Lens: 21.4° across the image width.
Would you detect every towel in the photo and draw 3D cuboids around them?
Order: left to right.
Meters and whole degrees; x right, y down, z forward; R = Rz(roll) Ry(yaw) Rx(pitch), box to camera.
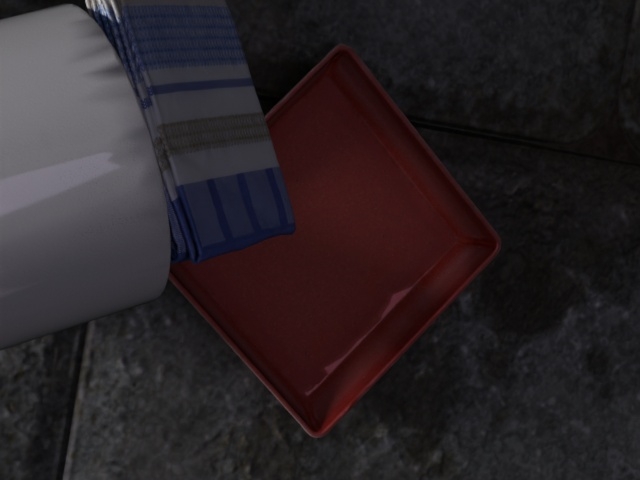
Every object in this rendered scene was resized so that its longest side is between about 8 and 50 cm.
[{"bbox_3d":[-0.110,-0.126,1.360,0.209,0.034,0.285,-20,92,-65],"label":"towel"}]

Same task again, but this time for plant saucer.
[{"bbox_3d":[0.000,0.000,1.520,0.258,0.048,0.259,-46,114,-13],"label":"plant saucer"}]

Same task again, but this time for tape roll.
[{"bbox_3d":[-0.239,-0.044,1.291,0.169,0.246,0.246,-17,105,-23],"label":"tape roll"}]
